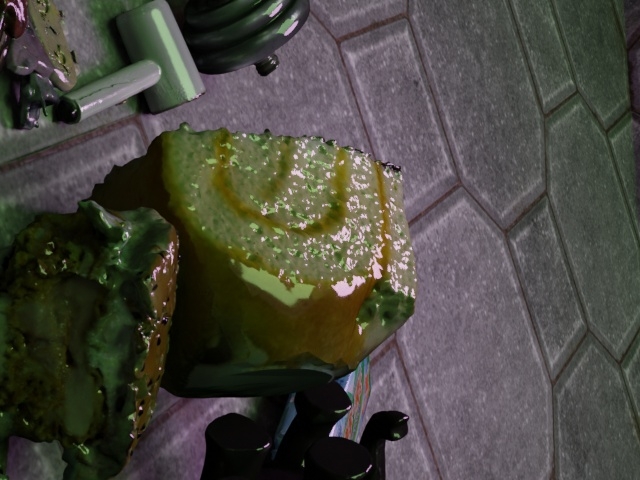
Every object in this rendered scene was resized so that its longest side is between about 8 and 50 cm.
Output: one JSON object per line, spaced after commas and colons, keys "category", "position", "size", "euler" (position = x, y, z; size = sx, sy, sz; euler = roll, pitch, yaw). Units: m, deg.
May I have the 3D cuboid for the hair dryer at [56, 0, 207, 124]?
{"category": "hair dryer", "position": [-0.237, -0.191, 1.527], "size": [0.236, 0.073, 0.131], "euler": [-39, 111, -50]}

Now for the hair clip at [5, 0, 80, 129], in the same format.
{"category": "hair clip", "position": [-0.308, -0.211, 1.399], "size": [0.146, 0.056, 0.187], "euler": [21, 57, -65]}

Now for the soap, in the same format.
{"category": "soap", "position": [0.009, 0.222, 1.712], "size": [0.293, 0.077, 0.156], "euler": [-70, 161, -45]}

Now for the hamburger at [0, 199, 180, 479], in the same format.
{"category": "hamburger", "position": [-0.224, 0.083, 1.204], "size": [0.192, 0.167, 0.288], "euler": [-76, 179, -60]}

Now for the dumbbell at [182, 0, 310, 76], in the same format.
{"category": "dumbbell", "position": [-0.156, -0.377, 1.618], "size": [0.406, 0.179, 0.179], "euler": [60, 32, -29]}

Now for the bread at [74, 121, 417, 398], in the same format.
{"category": "bread", "position": [-0.051, 0.043, 1.424], "size": [0.395, 0.239, 0.264], "euler": [5, 58, -42]}

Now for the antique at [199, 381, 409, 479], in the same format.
{"category": "antique", "position": [-0.045, 0.317, 1.458], "size": [0.322, 0.185, 0.255], "euler": [-20, 128, -42]}

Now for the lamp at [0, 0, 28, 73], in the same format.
{"category": "lamp", "position": [-0.358, -0.205, 1.131], "size": [0.227, 0.227, 0.227], "euler": [35, 49, -51]}
